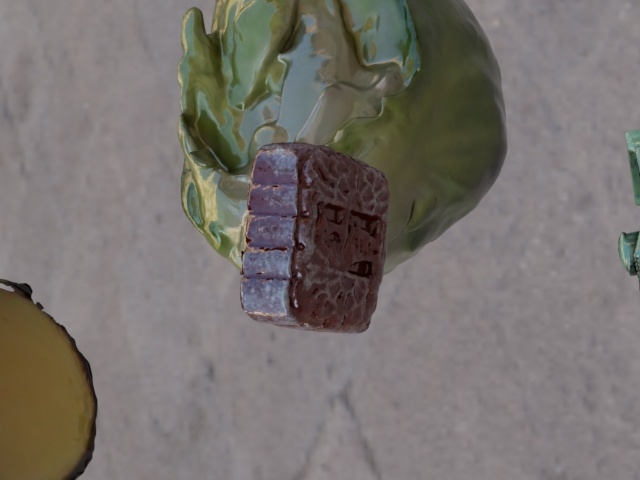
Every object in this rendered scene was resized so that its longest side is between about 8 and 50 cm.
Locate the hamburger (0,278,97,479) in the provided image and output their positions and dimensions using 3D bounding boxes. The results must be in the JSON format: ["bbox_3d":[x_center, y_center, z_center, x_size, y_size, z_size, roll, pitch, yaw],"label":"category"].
[{"bbox_3d":[-0.310,0.153,1.307,0.149,0.237,0.237,-40,54,38],"label":"hamburger"}]

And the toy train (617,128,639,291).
[{"bbox_3d":[0.133,-0.011,0.466,0.038,0.093,0.056,66,-164,-52],"label":"toy train"}]

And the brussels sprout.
[{"bbox_3d":[0.027,-0.113,1.511,0.276,0.315,0.371,-10,50,24],"label":"brussels sprout"}]

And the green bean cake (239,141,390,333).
[{"bbox_3d":[0.000,0.000,1.180,0.056,0.135,0.135,2,84,34],"label":"green bean cake"}]
